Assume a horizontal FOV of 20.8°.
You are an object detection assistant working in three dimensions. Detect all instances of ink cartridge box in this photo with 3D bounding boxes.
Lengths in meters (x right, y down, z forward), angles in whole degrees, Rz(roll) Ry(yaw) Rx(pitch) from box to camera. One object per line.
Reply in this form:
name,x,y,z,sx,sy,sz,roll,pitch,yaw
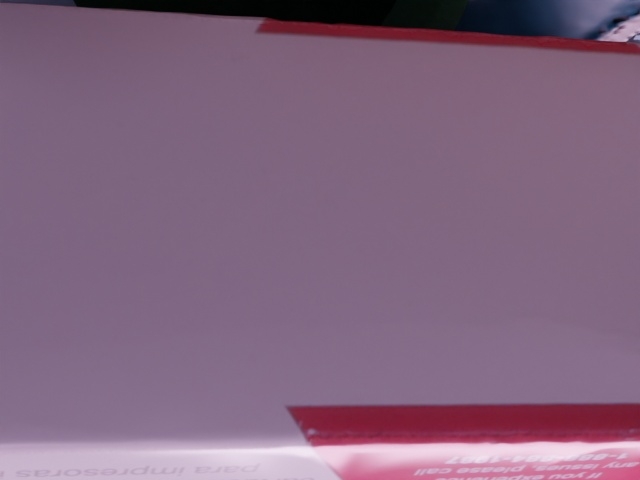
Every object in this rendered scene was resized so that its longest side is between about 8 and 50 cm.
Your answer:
ink cartridge box,-0.040,0.057,0.571,0.226,0.131,0.306,0,153,-15

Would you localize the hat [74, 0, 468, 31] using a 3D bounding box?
hat,0.034,-0.128,0.604,0.208,0.183,0.173,44,125,18
